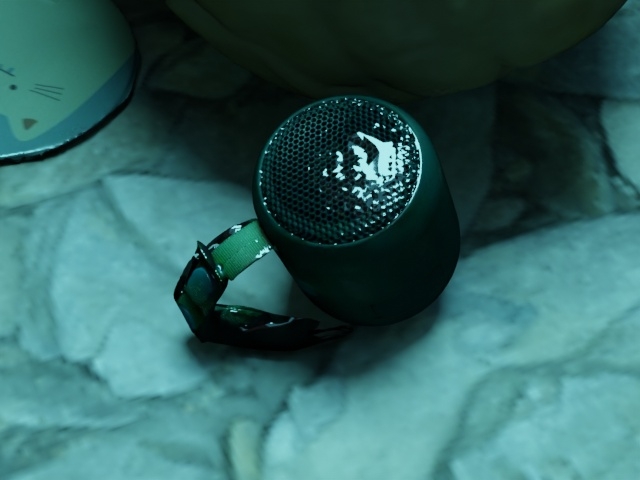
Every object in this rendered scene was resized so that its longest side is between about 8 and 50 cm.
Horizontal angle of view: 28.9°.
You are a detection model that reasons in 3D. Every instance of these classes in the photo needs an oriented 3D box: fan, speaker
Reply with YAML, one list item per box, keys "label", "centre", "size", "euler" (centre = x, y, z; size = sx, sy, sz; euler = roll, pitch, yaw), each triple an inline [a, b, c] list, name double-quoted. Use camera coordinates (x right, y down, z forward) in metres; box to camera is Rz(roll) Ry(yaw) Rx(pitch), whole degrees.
- label: "fan"
  centre: [-0.115, -0.095, 0.499]
  size: [0.113, 0.005, 0.175]
  euler: [24, 54, 9]
- label: "speaker"
  centre: [0.002, 0.004, 0.402]
  size: [0.060, 0.075, 0.094]
  euler: [35, 79, 25]

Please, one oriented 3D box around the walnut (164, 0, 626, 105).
- label: "walnut"
  centre: [0.022, -0.179, 0.439]
  size: [0.227, 0.273, 0.273]
  euler: [-28, 58, 5]
